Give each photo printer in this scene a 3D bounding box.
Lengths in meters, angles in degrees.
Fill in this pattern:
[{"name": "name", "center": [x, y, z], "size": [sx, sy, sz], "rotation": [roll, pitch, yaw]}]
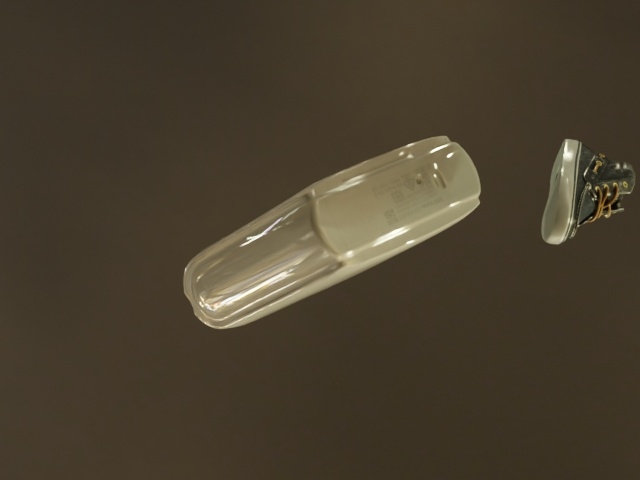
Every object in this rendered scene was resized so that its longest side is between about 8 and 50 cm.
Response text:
[{"name": "photo printer", "center": [0.000, 0.000, 1.367], "size": [0.307, 0.256, 0.107], "rotation": [-28, -93, 49]}]

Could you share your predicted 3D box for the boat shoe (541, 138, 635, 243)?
[{"name": "boat shoe", "center": [0.283, -0.047, 1.238], "size": [0.083, 0.183, 0.065], "rotation": [18, -56, 5]}]
